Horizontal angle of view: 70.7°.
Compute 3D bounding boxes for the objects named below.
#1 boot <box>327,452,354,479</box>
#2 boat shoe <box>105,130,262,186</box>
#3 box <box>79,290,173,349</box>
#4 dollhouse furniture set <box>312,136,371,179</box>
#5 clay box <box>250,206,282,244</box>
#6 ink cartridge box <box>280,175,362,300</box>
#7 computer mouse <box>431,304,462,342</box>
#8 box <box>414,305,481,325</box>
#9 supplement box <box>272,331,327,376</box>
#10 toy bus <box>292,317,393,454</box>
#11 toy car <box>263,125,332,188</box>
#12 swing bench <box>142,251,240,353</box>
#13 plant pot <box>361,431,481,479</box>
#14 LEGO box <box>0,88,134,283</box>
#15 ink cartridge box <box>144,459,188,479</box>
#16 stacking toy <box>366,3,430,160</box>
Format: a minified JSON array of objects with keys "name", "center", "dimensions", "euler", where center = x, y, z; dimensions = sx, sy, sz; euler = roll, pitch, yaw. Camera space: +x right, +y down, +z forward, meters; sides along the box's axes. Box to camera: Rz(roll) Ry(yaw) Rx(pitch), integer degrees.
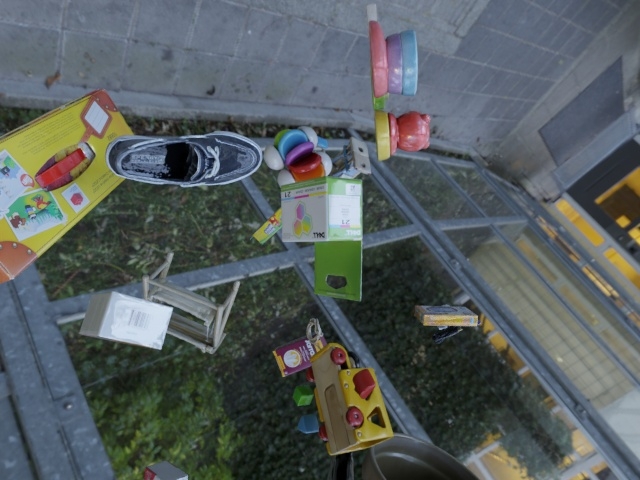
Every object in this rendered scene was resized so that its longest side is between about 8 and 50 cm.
[{"name":"boot","center":[0.042,0.616,1.106],"dimensions":[0.083,0.247,0.161],"euler":[4,142,5]},{"name":"boat shoe","center":[-0.234,-0.152,0.849],"dimensions":[0.301,0.102,0.108],"euler":[-4,110,-36]},{"name":"box","center":[-0.416,0.172,0.962],"dimensions":[0.130,0.091,0.170],"euler":[23,158,-34]},{"name":"dollhouse furniture set","center":[0.044,-0.254,1.432],"dimensions":[0.183,0.129,0.129],"euler":[16,144,-33]},{"name":"clay box","center":[-0.147,-0.071,1.561],"dimensions":[0.222,0.053,0.127],"euler":[-40,-172,40]},{"name":"ink cartridge box","center":[0.000,0.000,0.986],"dimensions":[0.097,0.255,0.188],"euler":[0,179,-34]},{"name":"computer mouse","center":[0.400,0.254,1.460],"dimensions":[0.106,0.042,0.193],"euler":[-36,-171,16]},{"name":"box","center":[0.290,0.170,1.021],"dimensions":[0.136,0.028,0.081],"euler":[0,-174,-2]},{"name":"supplement box","center":[-0.068,0.420,1.688],"dimensions":[0.188,0.104,0.081],"euler":[-23,176,8]},{"name":"toy bus","center":[0.050,0.257,0.774],"dimensions":[0.104,0.191,0.202],"euler":[7,98,-33]},{"name":"toy car","center":[-0.056,-0.223,1.223],"dimensions":[0.159,0.182,0.136],"euler":[-31,-173,-12]},{"name":"swing bench","center":[-0.417,0.215,1.408],"dimensions":[0.165,0.253,0.255],"euler":[-65,177,-62]},{"name":"plant pot","center":[0.205,0.662,1.034],"dimensions":[0.323,0.323,0.280],"euler":[11,105,-61]},{"name":"LEGO box","center":[-0.652,-0.095,0.919],"dimensions":[0.372,0.500,0.193],"euler":[-17,119,17]},{"name":"ink cartridge box","center":[-0.449,0.751,1.299],"dimensions":[0.127,0.175,0.072],"euler":[2,178,43]},{"name":"stacking toy","center":[0.184,-0.374,1.048],"dimensions":[0.130,0.280,0.309],"euler":[-4,145,7]}]
